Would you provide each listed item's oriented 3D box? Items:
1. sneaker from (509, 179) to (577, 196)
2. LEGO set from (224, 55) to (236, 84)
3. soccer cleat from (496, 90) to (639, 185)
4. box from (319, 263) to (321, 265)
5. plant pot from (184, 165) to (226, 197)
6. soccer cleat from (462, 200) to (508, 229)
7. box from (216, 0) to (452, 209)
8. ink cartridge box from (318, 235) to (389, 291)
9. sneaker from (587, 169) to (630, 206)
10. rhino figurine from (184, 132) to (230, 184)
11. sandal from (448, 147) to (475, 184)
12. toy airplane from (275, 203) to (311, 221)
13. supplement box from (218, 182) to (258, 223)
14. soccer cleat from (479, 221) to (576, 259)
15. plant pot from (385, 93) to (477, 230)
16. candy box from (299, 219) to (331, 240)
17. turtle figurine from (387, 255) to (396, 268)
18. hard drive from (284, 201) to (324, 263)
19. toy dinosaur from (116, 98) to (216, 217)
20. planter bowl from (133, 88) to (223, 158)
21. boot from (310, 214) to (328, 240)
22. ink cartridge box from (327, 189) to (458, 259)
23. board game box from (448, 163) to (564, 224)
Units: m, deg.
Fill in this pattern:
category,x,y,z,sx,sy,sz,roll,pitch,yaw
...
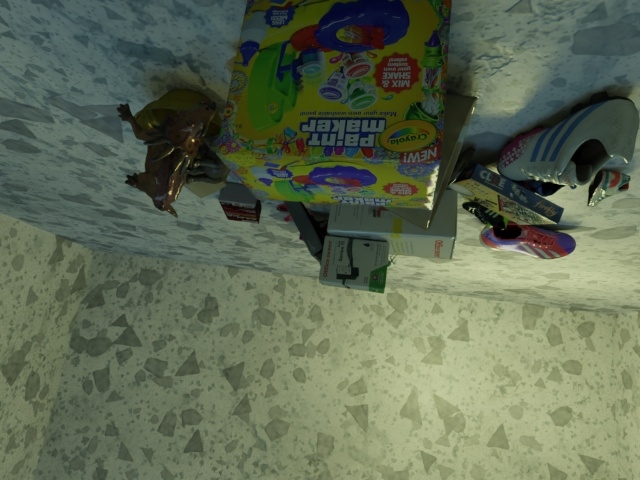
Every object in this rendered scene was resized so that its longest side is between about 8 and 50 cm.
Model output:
category,x,y,z,sx,sy,sz,roll,pitch,yaw
sneaker,0.523,-0.145,1.015,0.083,0.087,0.221,14,166,-21
LEGO set,-0.097,-0.264,0.857,0.106,0.132,0.287,-11,140,4
soccer cleat,0.475,-0.164,0.853,0.115,0.143,0.331,10,166,-11
box,0.131,0.023,1.732,0.200,0.057,0.293,2,151,-19
plant pot,-0.337,-0.201,1.240,0.096,0.109,0.109,-9,162,11
soccer cleat,0.519,-0.080,1.306,0.178,0.073,0.060,13,165,-22
box,0.035,-0.210,0.628,0.289,0.280,0.177,4,166,12
ink cartridge box,0.106,0.075,1.318,0.208,0.153,0.087,6,166,9
sneaker,0.725,-0.125,1.052,0.075,0.057,0.161,7,164,24
rhino figurine,-0.231,-0.186,0.915,0.106,0.073,0.243,-7,170,-27
sandal,0.299,-0.181,1.055,0.060,0.090,0.219,34,166,-13
toy airplane,-0.111,-0.108,1.622,0.151,0.028,0.151,3,161,1
supplement box,-0.289,-0.133,1.532,0.130,0.073,0.239,8,167,-3
soccer cleat,0.722,-0.006,1.443,0.317,0.109,0.116,8,162,10
plant pot,0.127,-0.188,0.823,0.273,0.257,0.256,22,170,15
candy box,0.044,-0.014,1.823,0.159,0.071,0.233,-8,159,40
turtle figurine,0.244,0.036,1.609,0.118,0.175,0.234,47,140,2
hard drive,-0.048,-0.046,1.449,0.054,0.255,0.172,-30,159,5
toy dinosaur,-0.305,-0.146,0.828,0.127,0.296,0.200,-12,-141,-38
planter bowl,-0.296,-0.273,0.938,0.216,0.091,0.217,6,164,2
boot,0.000,0.000,1.595,0.090,0.207,0.248,-27,179,-14
ink cartridge box,0.244,-0.055,1.372,0.383,0.161,0.279,5,166,15
board game box,0.458,-0.112,1.062,0.243,0.042,0.165,26,179,-5
